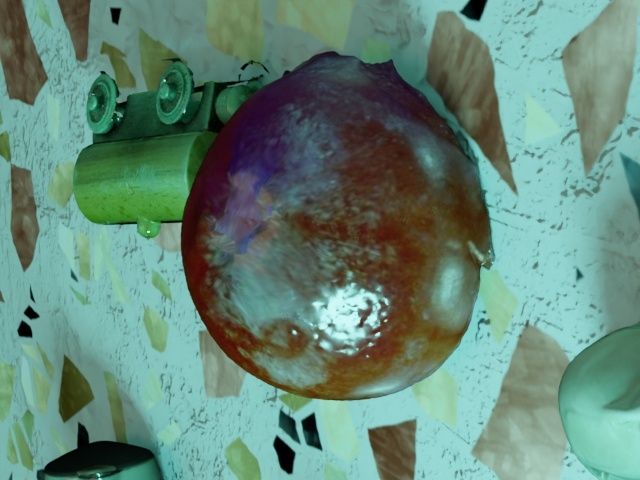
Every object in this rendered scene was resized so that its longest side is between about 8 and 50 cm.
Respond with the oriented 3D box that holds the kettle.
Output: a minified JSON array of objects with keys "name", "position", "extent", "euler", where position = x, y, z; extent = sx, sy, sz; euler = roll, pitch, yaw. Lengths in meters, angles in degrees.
[{"name":"kettle","position":[-0.273,0.391,2.046],"extent":[0.240,0.165,0.255],"euler":[-161,61,-82]}]

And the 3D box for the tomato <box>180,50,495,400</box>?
[{"name":"tomato","position":[-0.001,-0.003,1.465],"extent":[0.290,0.176,0.335],"euler":[30,113,25]}]

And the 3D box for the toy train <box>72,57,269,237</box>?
[{"name":"toy train","position":[-0.159,-0.098,1.735],"extent":[0.307,0.126,0.189],"euler":[-1,90,53]}]

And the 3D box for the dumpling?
[{"name":"dumpling","position":[0.256,0.112,1.261],"extent":[0.229,0.124,0.151],"euler":[112,175,-65]}]
